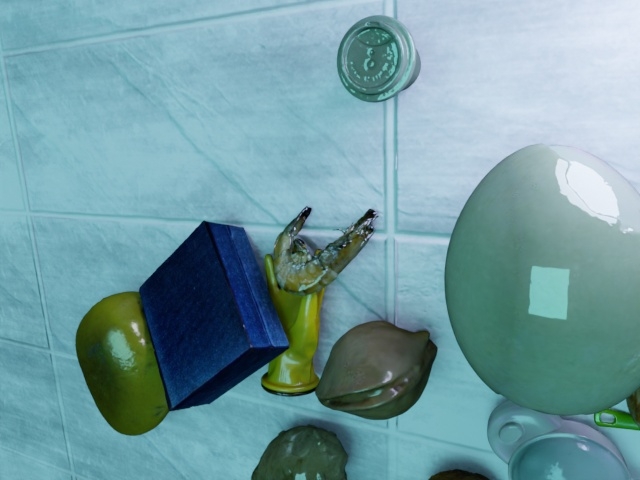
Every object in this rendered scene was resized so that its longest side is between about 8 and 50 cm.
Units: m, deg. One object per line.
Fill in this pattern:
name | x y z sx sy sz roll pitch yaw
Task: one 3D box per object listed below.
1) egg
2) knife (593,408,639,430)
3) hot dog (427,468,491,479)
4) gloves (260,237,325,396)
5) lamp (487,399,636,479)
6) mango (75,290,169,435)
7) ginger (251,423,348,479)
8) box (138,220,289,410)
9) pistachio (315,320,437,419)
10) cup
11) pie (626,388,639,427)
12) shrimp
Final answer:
egg | 0.308 0.041 0.653 0.278 0.278 0.336 6 109 25
knife | 0.513 0.291 0.758 0.166 0.023 0.078 5 82 25
hot dog | 0.272 0.516 0.890 0.161 0.099 0.226 -20 92 28
gloves | -0.057 0.140 0.964 0.133 0.116 0.294 4 97 17
lamp | 0.380 0.367 0.797 0.246 0.108 0.179 44 113 11
mango | -0.438 0.292 1.133 0.253 0.182 0.364 18 109 20
ginger | -0.013 0.536 1.017 0.245 0.155 0.304 -24 100 22
box | -0.223 0.151 0.984 0.261 0.116 0.278 -39 60 27
pistachio | 0.083 0.223 0.823 0.213 0.260 0.162 -31 78 20
cup | 0.098 -0.274 0.755 0.120 0.141 0.120 7 109 23
pie | 0.531 0.206 0.701 0.163 0.079 0.193 45 116 25
shrimp | 0.000 0.000 0.895 0.217 0.051 0.150 -41 59 -1
